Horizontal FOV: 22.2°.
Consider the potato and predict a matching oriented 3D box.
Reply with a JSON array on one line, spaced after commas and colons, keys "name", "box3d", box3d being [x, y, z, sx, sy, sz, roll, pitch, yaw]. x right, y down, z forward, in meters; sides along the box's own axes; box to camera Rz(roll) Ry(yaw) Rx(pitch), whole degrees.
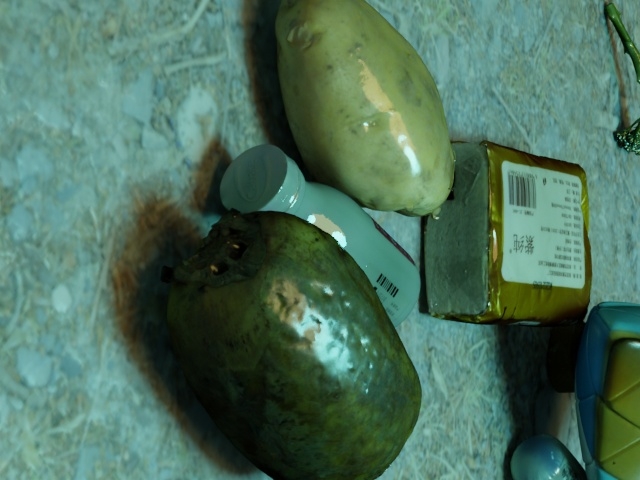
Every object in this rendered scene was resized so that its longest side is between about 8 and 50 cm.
[{"name": "potato", "box3d": [0.032, -0.114, 1.433, 0.235, 0.128, 0.161, 45, 38, -40]}]

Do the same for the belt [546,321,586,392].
[{"name": "belt", "box3d": [0.286, 0.132, 1.862, 0.059, 0.036, 0.083, 9, 80, -54]}]

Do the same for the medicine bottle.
[{"name": "medicine bottle", "box3d": [0.000, 0.000, 1.400, 0.217, 0.090, 0.090, 43, 55, -46]}]

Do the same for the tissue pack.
[{"name": "tissue pack", "box3d": [0.199, -0.003, 1.689, 0.226, 0.092, 0.183, 7, 83, -56]}]

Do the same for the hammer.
[{"name": "hammer", "box3d": [0.228, 0.313, 1.758, 0.116, 0.069, 0.194, 49, 59, -44]}]

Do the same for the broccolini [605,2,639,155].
[{"name": "broccolini", "box3d": [0.386, -0.197, 2.002, 0.054, 0.052, 0.194, -26, 110, -57]}]

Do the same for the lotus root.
[{"name": "lotus root", "box3d": [-0.017, 0.101, 1.315, 0.275, 0.160, 0.152, 54, 37, -40]}]

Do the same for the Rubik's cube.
[{"name": "Rubik's cube", "box3d": [0.383, 0.135, 1.774, 0.254, 0.254, 0.254, 2, 88, -56]}]
